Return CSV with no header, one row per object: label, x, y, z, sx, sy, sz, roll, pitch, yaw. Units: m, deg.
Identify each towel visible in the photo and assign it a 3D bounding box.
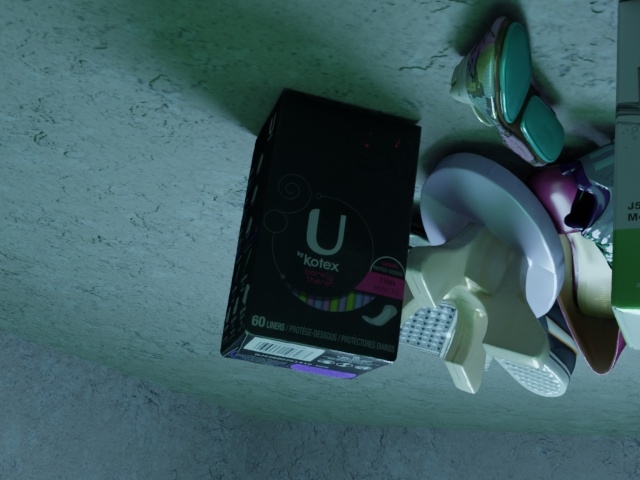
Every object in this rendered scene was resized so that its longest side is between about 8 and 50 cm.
towel,0.147,0.086,1.297,0.312,0.056,0.324,19,148,5

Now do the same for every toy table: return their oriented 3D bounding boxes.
toy table,0.176,0.050,1.040,0.252,0.161,0.274,4,140,46

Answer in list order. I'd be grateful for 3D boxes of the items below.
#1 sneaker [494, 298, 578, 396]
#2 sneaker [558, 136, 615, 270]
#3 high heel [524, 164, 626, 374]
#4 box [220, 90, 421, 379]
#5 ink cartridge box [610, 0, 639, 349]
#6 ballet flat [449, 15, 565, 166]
sneaker,0.301,0.110,1.409,0.321,0.127,0.126,45,147,-22
sneaker,0.319,-0.012,0.965,0.098,0.083,0.224,-20,122,2
high heel,0.338,0.043,1.088,0.127,0.182,0.377,-5,158,31
box,0.000,0.000,0.951,0.165,0.271,0.143,12,160,-14
ink cartridge box,0.333,-0.060,0.667,0.198,0.273,0.115,-3,156,27
ballet flat,0.170,-0.137,0.824,0.079,0.077,0.221,18,169,33
